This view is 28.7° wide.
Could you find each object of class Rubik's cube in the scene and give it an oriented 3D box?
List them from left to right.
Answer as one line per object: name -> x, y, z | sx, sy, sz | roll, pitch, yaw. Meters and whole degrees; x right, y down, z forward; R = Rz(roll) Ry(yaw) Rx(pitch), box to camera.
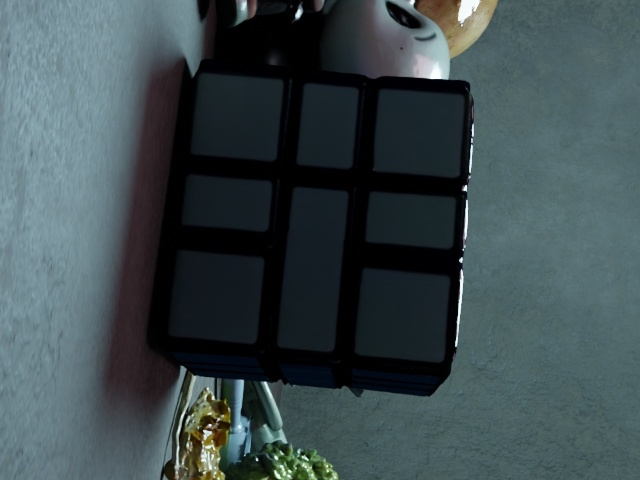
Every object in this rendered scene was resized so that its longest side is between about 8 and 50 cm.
Rubik's cube -> 0.000, 0.000, 1.269 | 0.288, 0.283, 0.294 | 82, 11, -77

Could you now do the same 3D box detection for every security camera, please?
security camera -> -0.104, 0.278, 1.963 | 0.157, 0.080, 0.302 | -122, -166, -45

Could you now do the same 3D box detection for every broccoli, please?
broccoli -> -0.040, 0.424, 1.748 | 0.247, 0.243, 0.263 | -48, 145, -17

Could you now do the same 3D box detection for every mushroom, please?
mushroom -> -0.145, 0.160, 1.420 | 0.286, 0.025, 0.028 | -84, -165, -50

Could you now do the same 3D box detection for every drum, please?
drum -> -0.126, 0.254, 1.835 | 0.130, 0.049, 0.253 | -79, 175, -67

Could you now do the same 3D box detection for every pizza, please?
pizza -> -0.134, 0.251, 1.458 | 0.182, 0.062, 0.161 | 83, 8, -75

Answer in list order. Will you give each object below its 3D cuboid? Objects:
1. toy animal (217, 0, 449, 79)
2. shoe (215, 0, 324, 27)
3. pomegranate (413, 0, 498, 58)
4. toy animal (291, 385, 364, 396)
toy animal -> 0.016, -0.219, 1.438 | 0.212, 0.266, 0.213 | 3, 90, -84
shoe -> -0.035, -0.339, 1.301 | 0.114, 0.137, 0.291 | 94, 0, -57
pomegranate -> 0.106, -0.380, 1.625 | 0.322, 0.322, 0.322 | 6, 90, -88
toy animal -> 0.005, 0.148, 1.949 | 0.272, 0.160, 0.197 | 100, 4, -77
